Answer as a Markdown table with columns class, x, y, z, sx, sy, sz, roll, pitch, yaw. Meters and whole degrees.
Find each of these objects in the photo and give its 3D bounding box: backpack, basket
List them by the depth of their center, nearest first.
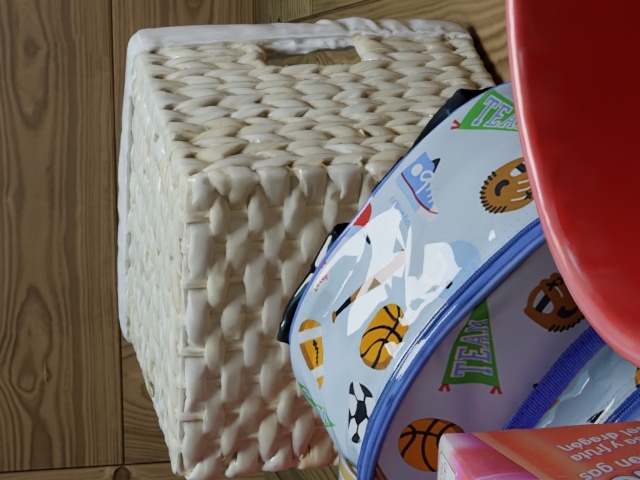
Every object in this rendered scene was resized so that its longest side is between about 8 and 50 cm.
| class | x | y | z | sx | sy | sz | roll | pitch | yaw |
| --- | --- | --- | --- | --- | --- | --- | --- | --- | --- |
| backpack | 0.127 | 0.060 | 0.699 | 0.277 | 0.263 | 0.213 | -58 | 31 | 14 |
| basket | 0.000 | 0.000 | 1.341 | 0.266 | 0.328 | 0.331 | -117 | 28 | -56 |

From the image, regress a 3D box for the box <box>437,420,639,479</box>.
| class | x | y | z | sx | sy | sz | roll | pitch | yaw |
| --- | --- | --- | --- | --- | --- | --- | --- | --- | --- |
| box | 0.122 | 0.231 | 0.551 | 0.154 | 0.142 | 0.300 | -122 | 32 | -68 |

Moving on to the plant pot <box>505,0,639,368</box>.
| class | x | y | z | sx | sy | sz | roll | pitch | yaw |
| --- | --- | --- | --- | --- | --- | --- | --- | --- | --- |
| plant pot | 0.213 | -0.094 | 0.461 | 0.275 | 0.243 | 0.275 | 179 | 90 | -79 |

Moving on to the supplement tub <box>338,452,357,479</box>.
| class | x | y | z | sx | sy | sz | roll | pitch | yaw |
| --- | --- | --- | --- | --- | --- | --- | --- | --- | --- |
| supplement tub | 0.123 | 0.200 | 0.987 | 0.228 | 0.228 | 0.316 | -129 | 39 | -71 |
